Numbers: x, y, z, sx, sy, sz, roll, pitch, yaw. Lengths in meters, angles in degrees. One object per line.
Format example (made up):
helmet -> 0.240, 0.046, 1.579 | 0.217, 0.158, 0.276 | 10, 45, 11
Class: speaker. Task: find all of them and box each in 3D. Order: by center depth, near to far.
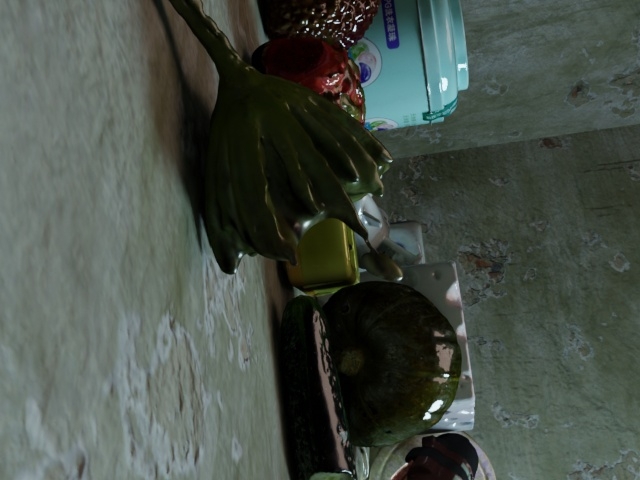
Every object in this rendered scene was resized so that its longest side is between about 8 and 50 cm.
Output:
speaker -> 0.204, 0.461, 1.251 | 0.259, 0.198, 0.329 | 46, 28, 15

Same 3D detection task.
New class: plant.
plant -> -0.043, -0.140, 0.683 | 0.251, 0.180, 0.334 | -107, -178, -66

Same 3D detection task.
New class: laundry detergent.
laundry detergent -> 0.102, -0.338, 1.416 | 0.287, 0.305, 0.287 | -8, 90, -82

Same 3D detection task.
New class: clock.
clock -> 0.000, 0.000, 1.108 | 0.202, 0.096, 0.144 | 51, 30, -78

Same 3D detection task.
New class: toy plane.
toy plane -> 0.075, -0.029, 1.374 | 0.244, 0.117, 0.245 | 40, -12, 10

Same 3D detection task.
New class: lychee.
lychee -> 0.004, -0.358, 1.183 | 0.188, 0.188, 0.188 | -7, 90, -83

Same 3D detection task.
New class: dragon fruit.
dragon fruit -> -0.015, -0.172, 1.015 | 0.166, 0.160, 0.172 | 46, -22, 39

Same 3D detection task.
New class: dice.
dice -> 0.142, 0.057, 1.762 | 0.193, 0.194, 0.192 | -10, 91, -81

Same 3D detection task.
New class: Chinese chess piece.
Chinese chess piece -> 0.195, 0.469, 1.464 | 0.112, 0.269, 0.270 | 112, -26, -69

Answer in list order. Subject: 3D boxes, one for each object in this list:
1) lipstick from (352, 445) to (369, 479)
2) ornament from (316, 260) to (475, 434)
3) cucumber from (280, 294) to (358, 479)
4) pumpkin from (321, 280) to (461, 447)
lipstick -> 0.028, 0.300, 1.076 | 0.253, 0.078, 0.078 | -79, 160, -69
ornament -> 0.132, 0.201, 1.366 | 0.240, 0.239, 0.240 | 69, 15, -64
cucumber -> -0.010, 0.186, 0.948 | 0.074, 0.074, 0.242 | 17, 62, -82
pumpkin -> 0.072, 0.160, 1.026 | 0.157, 0.223, 0.224 | 15, 65, -54
